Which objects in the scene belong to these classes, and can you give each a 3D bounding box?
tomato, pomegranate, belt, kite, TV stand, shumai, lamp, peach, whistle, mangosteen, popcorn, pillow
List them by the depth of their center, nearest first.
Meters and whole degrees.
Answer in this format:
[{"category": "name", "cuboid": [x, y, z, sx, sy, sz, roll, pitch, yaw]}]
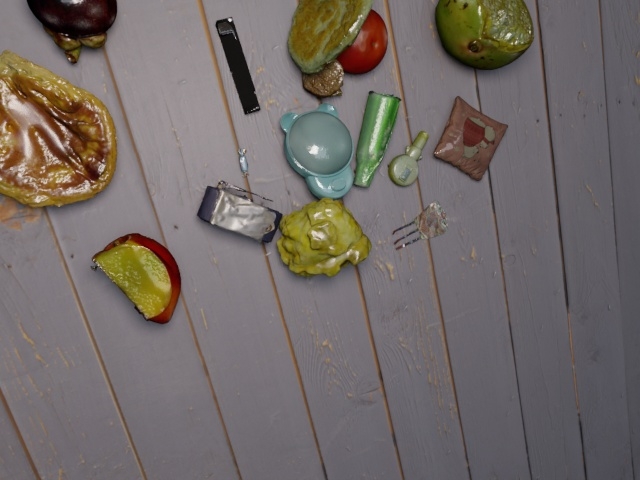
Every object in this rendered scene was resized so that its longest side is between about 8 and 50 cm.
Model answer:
[{"category": "mangosteen", "cuboid": [-0.596, -0.553, 1.077, 0.194, 0.194, 0.230, -5, 125, -17]}, {"category": "peach", "cuboid": [-0.467, 0.095, 1.224, 0.154, 0.159, 0.267, -35, 106, 2]}, {"category": "TV stand", "cuboid": [-0.234, -0.494, 1.266, 0.049, 0.040, 0.256, -20, 104, -14]}, {"category": "belt", "cuboid": [-0.228, -0.084, 1.283, 0.231, 0.140, 0.126, 21, 93, -18]}, {"category": "tomato", "cuboid": [0.112, -0.582, 1.296, 0.195, 0.136, 0.195, -19, 126, -29]}, {"category": "shumai", "cuboid": [0.010, -0.488, 1.314, 0.139, 0.105, 0.123, 13, 111, 12]}, {"category": "lamp", "cuboid": [0.005, -0.258, 1.325, 0.210, 0.147, 0.283, -20, 106, -19]}, {"category": "popcorn", "cuboid": [0.000, 0.000, 1.336, 0.235, 0.250, 0.241, -47, 115, -47]}, {"category": "pomegranate", "cuboid": [0.500, -0.698, 1.394, 0.310, 0.216, 0.358, 33, 58, -20]}, {"category": "whistle", "cuboid": [0.301, -0.271, 1.466, 0.104, 0.057, 0.198, 32, 89, -20]}, {"category": "pillow", "cuboid": [0.510, -0.343, 1.508, 0.236, 0.084, 0.223, 21, 90, -22]}, {"category": "kite", "cuboid": [0.344, -0.047, 1.542, 0.230, 0.016, 0.127, -24, 102, -16]}]

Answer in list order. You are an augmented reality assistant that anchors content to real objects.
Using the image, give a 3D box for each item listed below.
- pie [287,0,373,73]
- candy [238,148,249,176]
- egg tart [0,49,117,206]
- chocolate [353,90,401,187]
[{"category": "pie", "cuboid": [0.027, -0.603, 1.199, 0.071, 0.323, 0.323, 16, 94, -44]}, {"category": "candy", "cuboid": [-0.227, -0.233, 1.322, 0.030, 0.020, 0.083, -14, 104, -14]}, {"category": "egg tart", "cuboid": [-0.687, -0.250, 1.101, 0.352, 0.153, 0.339, 19, 93, -20]}, {"category": "chocolate", "cuboid": [0.166, -0.311, 1.398, 0.110, 0.110, 0.291, 12, 98, -19]}]
